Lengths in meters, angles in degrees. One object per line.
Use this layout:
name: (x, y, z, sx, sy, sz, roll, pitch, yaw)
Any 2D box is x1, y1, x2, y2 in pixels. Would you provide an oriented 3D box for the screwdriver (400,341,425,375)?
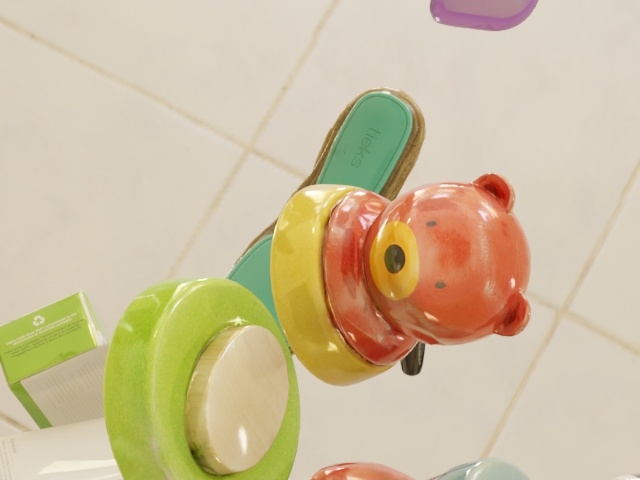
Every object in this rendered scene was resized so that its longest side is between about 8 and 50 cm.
screwdriver: (0.077, 0.054, 1.355, 0.025, 0.170, 0.024, -16, 43, -9)

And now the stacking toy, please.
stacking toy: (0.036, 0.121, 0.837, 0.130, 0.279, 0.308, -11, 93, 33)

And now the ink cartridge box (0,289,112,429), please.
ink cartridge box: (-0.266, 0.142, 2.022, 0.255, 0.188, 0.097, -25, 57, -4)

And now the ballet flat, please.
ballet flat: (0.000, 0.000, 1.599, 0.116, 0.124, 0.342, 30, 90, 14)

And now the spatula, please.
spatula: (0.152, -0.280, 1.082, 0.084, 0.296, 0.030, 6, 35, -19)

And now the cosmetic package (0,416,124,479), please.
cosmetic package: (-0.309, 0.339, 1.920, 0.366, 0.155, 0.197, -10, 117, -12)

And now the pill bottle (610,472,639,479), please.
pill bottle: (0.399, 0.282, 1.596, 0.209, 0.119, 0.119, -7, 73, -18)
